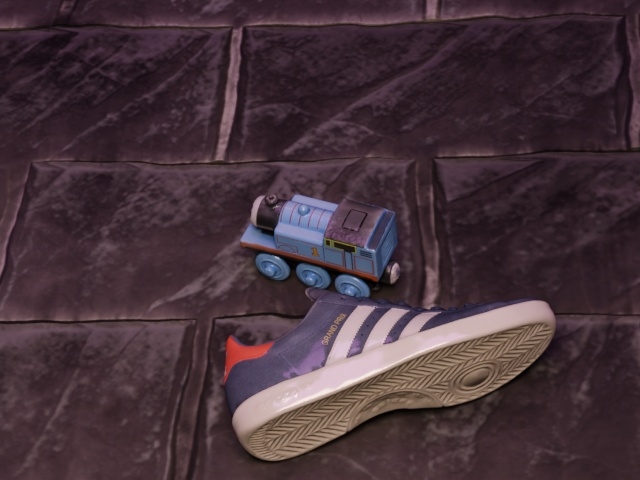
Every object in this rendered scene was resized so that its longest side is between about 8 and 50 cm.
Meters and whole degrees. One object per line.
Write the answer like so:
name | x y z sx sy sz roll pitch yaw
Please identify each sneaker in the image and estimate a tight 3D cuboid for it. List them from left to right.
sneaker | 0.064 0.100 1.718 0.350 0.131 0.148 -16 52 -8

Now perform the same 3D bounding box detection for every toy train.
toy train | 0.000 0.000 1.835 0.184 0.105 0.080 15 50 19
